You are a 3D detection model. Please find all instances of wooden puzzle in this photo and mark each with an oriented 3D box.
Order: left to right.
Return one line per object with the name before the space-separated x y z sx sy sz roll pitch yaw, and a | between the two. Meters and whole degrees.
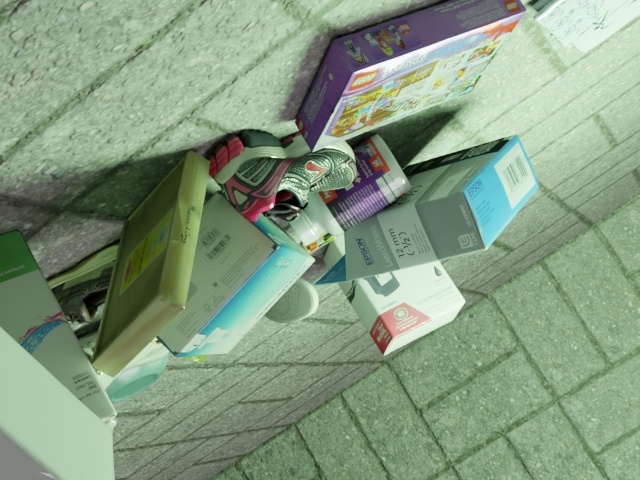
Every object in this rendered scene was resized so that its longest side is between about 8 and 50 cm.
wooden puzzle | 0.000 0.000 2.163 0.116 0.014 0.078 -32 164 5

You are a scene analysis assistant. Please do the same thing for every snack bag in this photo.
snack bag | 0.498 -0.409 1.792 0.323 0.037 0.342 -37 164 17

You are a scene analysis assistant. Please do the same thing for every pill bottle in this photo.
pill bottle | 0.038 -0.076 1.830 0.193 0.108 0.108 -32 164 4

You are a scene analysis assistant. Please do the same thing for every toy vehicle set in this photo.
toy vehicle set | -0.214 0.025 1.467 0.035 0.267 0.166 30 129 -23

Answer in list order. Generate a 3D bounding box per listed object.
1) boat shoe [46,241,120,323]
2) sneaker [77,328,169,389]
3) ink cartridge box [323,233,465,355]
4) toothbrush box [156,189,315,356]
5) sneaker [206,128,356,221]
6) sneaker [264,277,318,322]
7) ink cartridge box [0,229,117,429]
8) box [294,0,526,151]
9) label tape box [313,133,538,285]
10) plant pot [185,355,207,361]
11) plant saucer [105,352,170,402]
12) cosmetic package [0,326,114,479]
boat shoe | -0.351 0.084 1.665 0.223 0.073 0.080 -33 162 1
sneaker | -0.349 0.172 1.918 0.290 0.106 0.123 -28 160 -47
ink cartridge box | 0.140 0.075 2.242 0.172 0.237 0.100 -25 160 -21
toothbrush box | -0.145 0.057 1.729 0.216 0.126 0.295 -47 169 4
sneaker | -0.045 -0.083 1.652 0.121 0.112 0.299 -41 162 32
sneaker | -0.057 0.087 2.061 0.151 0.094 0.255 -14 -172 -40
ink cartridge box | -0.387 0.162 1.463 0.117 0.278 0.201 -21 161 -32
box | 0.121 -0.238 1.582 0.293 0.057 0.201 -23 163 -26
label tape box | 0.161 -0.049 1.948 0.347 0.115 0.249 -12 -161 36
plant pot | -0.229 0.172 2.168 0.083 0.083 0.079 -7 140 -55
plant saucer | -0.376 0.276 2.276 0.195 0.037 0.195 -28 164 -9
cosmetic package | -0.434 0.171 1.160 0.230 0.161 0.453 -34 123 9
